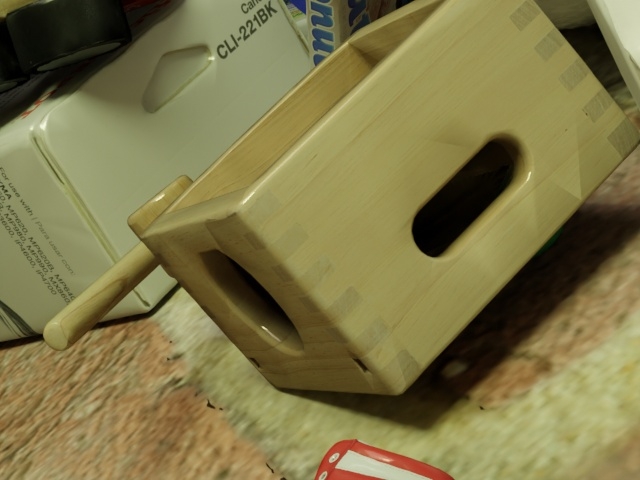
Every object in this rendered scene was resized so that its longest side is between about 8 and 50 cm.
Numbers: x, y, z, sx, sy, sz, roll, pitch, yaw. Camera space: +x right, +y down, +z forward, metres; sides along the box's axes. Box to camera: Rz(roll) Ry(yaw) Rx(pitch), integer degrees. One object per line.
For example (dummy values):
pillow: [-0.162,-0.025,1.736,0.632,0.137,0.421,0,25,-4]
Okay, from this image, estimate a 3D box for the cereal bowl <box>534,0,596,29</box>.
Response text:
cereal bowl: [0.175,-0.214,0.666,0.339,0.141,0.339,-43,-11,-10]

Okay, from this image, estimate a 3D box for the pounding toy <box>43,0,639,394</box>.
pounding toy: [-0.008,0.007,0.594,0.181,0.094,0.206,-45,11,-18]

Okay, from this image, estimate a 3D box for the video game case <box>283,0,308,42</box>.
video game case: [0.048,-0.196,1.120,0.212,0.023,0.193,-11,28,47]

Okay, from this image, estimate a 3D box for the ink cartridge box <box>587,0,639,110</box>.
ink cartridge box: [0.215,-0.099,0.427,0.283,0.117,0.207,-29,19,12]

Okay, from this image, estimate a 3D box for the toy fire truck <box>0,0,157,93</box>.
toy fire truck: [-0.172,-0.157,0.867,0.217,0.158,0.246,-18,2,21]

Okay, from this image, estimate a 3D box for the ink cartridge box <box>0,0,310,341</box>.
ink cartridge box: [-0.150,-0.042,0.905,0.273,0.114,0.197,-14,25,46]

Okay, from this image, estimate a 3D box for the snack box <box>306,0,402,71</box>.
snack box: [0.017,-0.121,0.759,0.022,0.178,0.064,20,49,23]

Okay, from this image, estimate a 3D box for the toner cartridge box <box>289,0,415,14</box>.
toner cartridge box: [0.121,-0.272,0.962,0.348,0.075,0.165,-40,-14,-28]

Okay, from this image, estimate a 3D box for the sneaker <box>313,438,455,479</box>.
sneaker: [-0.013,0.095,0.436,0.118,0.042,0.067,-17,27,22]
